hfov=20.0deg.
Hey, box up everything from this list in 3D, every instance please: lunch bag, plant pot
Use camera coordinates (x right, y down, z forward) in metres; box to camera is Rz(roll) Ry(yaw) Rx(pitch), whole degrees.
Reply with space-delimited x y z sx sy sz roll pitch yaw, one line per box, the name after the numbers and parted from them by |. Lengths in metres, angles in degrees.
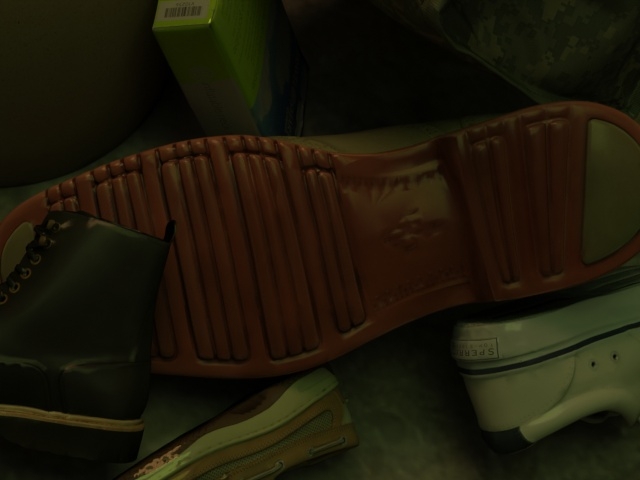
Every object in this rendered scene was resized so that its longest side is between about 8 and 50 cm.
0.085 -0.207 1.118 0.235 0.169 0.287 44 23 30 | lunch bag
-0.202 -0.201 1.086 0.284 0.191 0.284 9 58 -15 | plant pot

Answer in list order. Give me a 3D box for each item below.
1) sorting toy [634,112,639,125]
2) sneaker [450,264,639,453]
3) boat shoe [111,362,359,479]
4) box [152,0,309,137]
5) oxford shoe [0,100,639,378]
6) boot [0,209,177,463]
0.318 -0.065 1.279 0.348 0.047 0.196 43 52 7 | sorting toy
0.188 0.070 1.149 0.258 0.094 0.091 -13 98 -33 | sneaker
-0.052 0.136 1.028 0.190 0.068 0.072 -28 89 -30 | boat shoe
-0.051 -0.120 1.128 0.042 0.178 0.109 -2 57 15 | box
0.000 0.000 1.100 0.397 0.146 0.140 -6 94 -8 | oxford shoe
-0.183 0.035 0.990 0.198 0.077 0.137 13 92 -17 | boot
